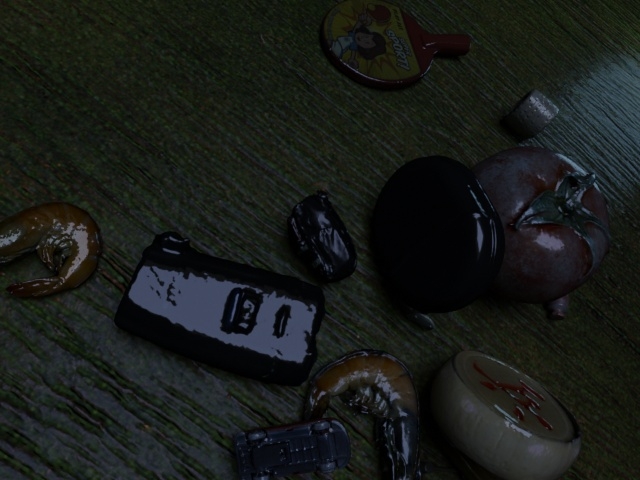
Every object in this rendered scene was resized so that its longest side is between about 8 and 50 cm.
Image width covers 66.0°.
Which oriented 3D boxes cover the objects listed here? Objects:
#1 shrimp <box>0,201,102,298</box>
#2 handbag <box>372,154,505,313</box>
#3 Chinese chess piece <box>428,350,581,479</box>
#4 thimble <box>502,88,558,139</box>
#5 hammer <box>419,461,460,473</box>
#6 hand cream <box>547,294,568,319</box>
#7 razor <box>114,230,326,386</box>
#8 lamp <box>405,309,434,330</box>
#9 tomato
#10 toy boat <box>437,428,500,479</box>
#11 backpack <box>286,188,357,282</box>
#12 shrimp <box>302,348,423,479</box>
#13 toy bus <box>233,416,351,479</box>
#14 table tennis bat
[{"bbox_3d":[-0.465,0.027,0.770,0.248,0.068,0.150,-25,84,-32],"label":"shrimp"},{"bbox_3d":[0.204,-0.013,0.922,0.093,0.254,0.308,12,46,-37],"label":"handbag"},{"bbox_3d":[0.311,0.298,0.848,0.249,0.250,0.103,20,107,-12],"label":"Chinese chess piece"},{"bbox_3d":[0.534,-0.322,1.258,0.090,0.115,0.102,41,58,-1],"label":"thimble"},{"bbox_3d":[0.220,0.411,0.883,0.110,0.035,0.019,17,62,-22],"label":"hammer"},{"bbox_3d":[0.550,0.083,1.136,0.067,0.043,0.210,35,57,-30],"label":"hand cream"},{"bbox_3d":[-0.155,0.115,0.819,0.326,0.107,0.189,21,63,-10],"label":"razor"},{"bbox_3d":[0.227,0.084,1.010,0.056,0.050,0.198,26,64,-5],"label":"lamp"},{"bbox_3d":[0.413,-0.033,0.995,0.316,0.282,0.317,7,70,-19],"label":"tomato"},{"bbox_3d":[0.296,0.396,0.877,0.226,0.088,0.068,49,25,6],"label":"toy boat"},{"bbox_3d":[0.001,0.001,0.927,0.105,0.120,0.165,-22,77,-5],"label":"backpack"},{"bbox_3d":[0.078,0.330,0.846,0.222,0.054,0.290,3,64,-20],"label":"shrimp"},{"bbox_3d":[-0.041,0.320,0.766,0.174,0.077,0.079,-10,82,0],"label":"toy bus"},{"bbox_3d":[0.195,-0.498,1.247,0.414,0.051,0.268,-6,71,-20],"label":"table tennis bat"}]
